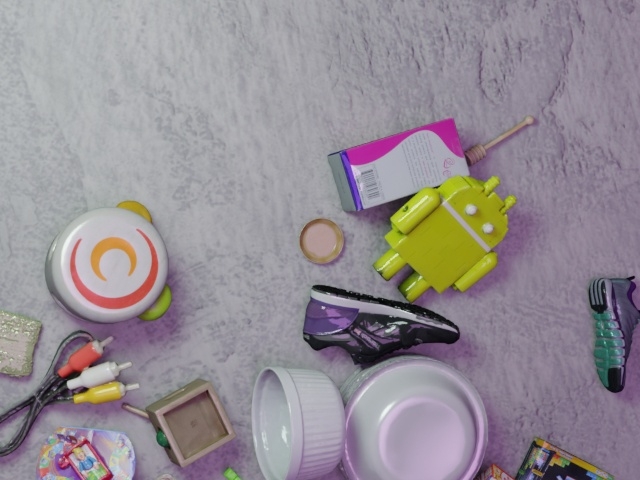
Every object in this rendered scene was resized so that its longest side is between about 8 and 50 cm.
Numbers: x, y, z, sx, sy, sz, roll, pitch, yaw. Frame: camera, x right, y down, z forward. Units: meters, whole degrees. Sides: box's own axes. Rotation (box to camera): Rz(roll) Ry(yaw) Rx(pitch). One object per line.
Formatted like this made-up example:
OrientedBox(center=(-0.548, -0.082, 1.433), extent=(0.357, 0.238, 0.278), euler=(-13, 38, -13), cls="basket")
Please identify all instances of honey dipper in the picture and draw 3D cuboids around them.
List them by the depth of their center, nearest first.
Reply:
OrientedBox(center=(0.339, -0.191, 1.978), extent=(0.161, 0.030, 0.030), euler=(-31, 98, -14), cls="honey dipper")

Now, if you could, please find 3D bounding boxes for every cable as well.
OrientedBox(center=(-0.459, 0.255, 1.776), extent=(0.287, 0.072, 0.139), euler=(-28, 92, -11), cls="cable")

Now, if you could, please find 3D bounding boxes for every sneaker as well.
OrientedBox(center=(0.107, 0.170, 1.903), extent=(0.283, 0.107, 0.124), euler=(13, 95, -5), cls="sneaker")
OrientedBox(center=(0.584, 0.179, 2.020), extent=(0.098, 0.083, 0.223), euler=(-7, 92, -18), cls="sneaker")

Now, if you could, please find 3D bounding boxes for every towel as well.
OrientedBox(center=(-0.554, 0.167, 1.774), extent=(0.148, 0.027, 0.110), euler=(14, 87, -12), cls="towel")

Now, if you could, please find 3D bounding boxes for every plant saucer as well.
OrientedBox(center=(0.000, 0.000, 1.907), extent=(0.084, 0.015, 0.083), euler=(-1, 92, -13), cls="plant saucer")

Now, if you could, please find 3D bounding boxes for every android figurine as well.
OrientedBox(center=(0.231, -0.007, 1.887), extent=(0.273, 0.056, 0.248), euler=(-40, 129, 7), cls="android figurine")

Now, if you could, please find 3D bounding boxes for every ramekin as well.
OrientedBox(center=(-0.037, 0.318, 1.816), extent=(0.109, 0.207, 0.207), euler=(0, 92, -22), cls="ramekin")

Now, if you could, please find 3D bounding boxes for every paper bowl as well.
OrientedBox(center=(0.165, 0.349, 1.891), extent=(0.284, 0.148, 0.284), euler=(0, 91, -12), cls="paper bowl")

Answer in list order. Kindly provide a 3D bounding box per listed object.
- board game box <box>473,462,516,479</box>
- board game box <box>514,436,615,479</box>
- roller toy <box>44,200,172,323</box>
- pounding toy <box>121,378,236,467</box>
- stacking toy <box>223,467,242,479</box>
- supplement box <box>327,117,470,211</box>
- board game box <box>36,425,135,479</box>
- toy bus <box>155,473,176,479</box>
OrientedBox(center=(0.345, 0.524, 1.956), extent=(0.193, 0.045, 0.147), euler=(39, 113, -12), cls="board game box")
OrientedBox(center=(0.460, 0.477, 2.014), extent=(0.170, 0.048, 0.141), euler=(27, 84, -13), cls="board game box")
OrientedBox(center=(-0.360, 0.042, 1.756), extent=(0.191, 0.146, 0.209), euler=(-9, 88, -22), cls="roller toy")
OrientedBox(center=(-0.248, 0.314, 1.826), extent=(0.141, 0.100, 0.130), euler=(-27, 98, -22), cls="pounding toy")
OrientedBox(center=(-0.149, 0.540, 1.872), extent=(0.167, 0.052, 0.221), euler=(-43, 98, -11), cls="stacking toy")
OrientedBox(center=(0.139, -0.135, 1.887), extent=(0.220, 0.114, 0.111), euler=(-17, 95, -11), cls="supplement box")
OrientedBox(center=(-0.400, 0.378, 1.771), extent=(0.169, 0.033, 0.133), euler=(5, 64, 3), cls="board game box")
OrientedBox(center=(-0.357, 0.488, 1.790), extent=(0.191, 0.104, 0.202), euler=(19, 88, -14), cls="toy bus")
